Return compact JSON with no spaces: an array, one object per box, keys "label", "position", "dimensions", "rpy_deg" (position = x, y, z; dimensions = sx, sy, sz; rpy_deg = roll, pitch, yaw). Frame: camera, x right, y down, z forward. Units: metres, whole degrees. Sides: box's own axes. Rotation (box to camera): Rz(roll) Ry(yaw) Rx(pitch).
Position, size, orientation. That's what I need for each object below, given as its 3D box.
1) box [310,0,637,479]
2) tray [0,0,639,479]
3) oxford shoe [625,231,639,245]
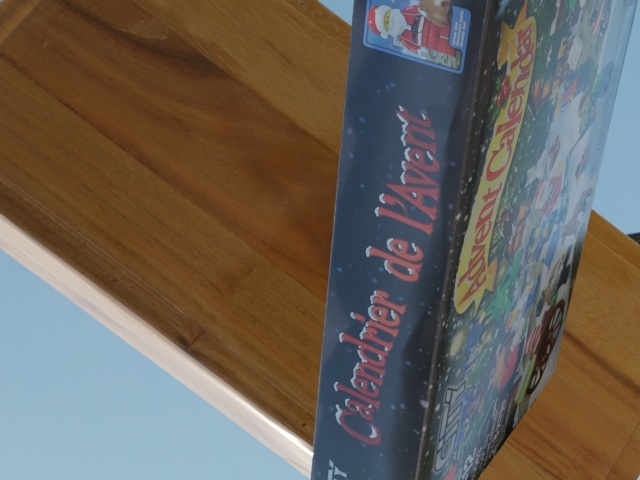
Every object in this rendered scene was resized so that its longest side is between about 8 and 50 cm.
[{"label":"box","position":[0.060,-0.010,0.453],"dimensions":[0.159,0.044,0.233],"rpy_deg":[-41,-36,-48]},{"label":"tray","position":[0.000,0.000,0.657],"dimensions":[0.411,0.076,0.203],"rpy_deg":[37,-110,0]},{"label":"oxford shoe","position":[0.407,0.048,1.511],"dimensions":[0.227,0.083,0.096],"rpy_deg":[36,-132,-59]}]
